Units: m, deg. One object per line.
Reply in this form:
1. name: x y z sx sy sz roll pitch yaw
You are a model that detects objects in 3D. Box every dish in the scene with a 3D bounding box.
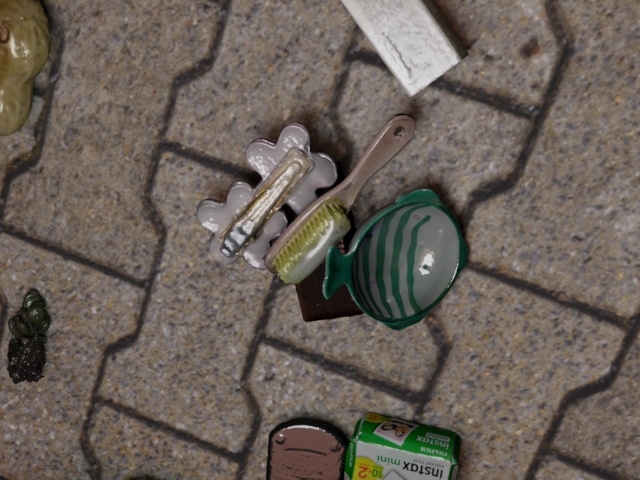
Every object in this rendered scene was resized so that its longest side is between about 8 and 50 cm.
1. dish: 0.099 0.022 1.381 0.246 0.078 0.224 -5 114 -27

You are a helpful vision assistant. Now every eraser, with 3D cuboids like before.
1. eraser: 0.050 -0.394 1.288 0.098 0.096 0.404 -34 96 22

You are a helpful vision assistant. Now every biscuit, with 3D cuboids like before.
1. biscuit: 0.000 0.000 1.437 0.106 0.070 0.252 -10 104 16

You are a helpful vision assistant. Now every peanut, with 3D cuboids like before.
1. peanut: -0.488 -0.274 1.453 0.120 0.110 0.237 14 112 -5

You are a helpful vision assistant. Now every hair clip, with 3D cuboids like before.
1. hair clip: -0.084 -0.058 1.370 0.146 0.075 0.257 40 106 -2

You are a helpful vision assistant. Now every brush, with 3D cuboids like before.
1. brush: 0.038 -0.050 1.331 0.313 0.072 0.067 -49 47 15

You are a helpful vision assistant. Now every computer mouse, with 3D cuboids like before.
1. computer mouse: -0.027 0.421 1.566 0.137 0.086 0.270 7 100 3

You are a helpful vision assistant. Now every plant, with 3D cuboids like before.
1. plant: -0.512 0.174 1.619 0.085 0.087 0.174 23 108 33

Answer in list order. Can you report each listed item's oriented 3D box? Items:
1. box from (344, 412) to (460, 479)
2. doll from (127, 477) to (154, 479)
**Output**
1. box: 0.128 0.417 1.518 0.180 0.103 0.250 9 109 11
2. doll: -0.311 0.477 1.646 0.221 0.115 0.105 5 81 20
